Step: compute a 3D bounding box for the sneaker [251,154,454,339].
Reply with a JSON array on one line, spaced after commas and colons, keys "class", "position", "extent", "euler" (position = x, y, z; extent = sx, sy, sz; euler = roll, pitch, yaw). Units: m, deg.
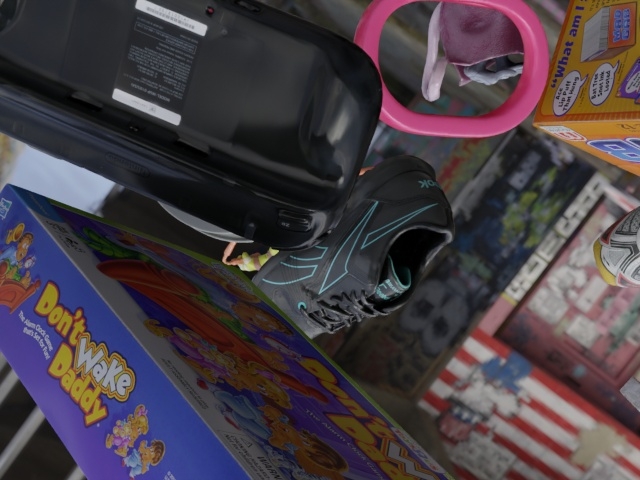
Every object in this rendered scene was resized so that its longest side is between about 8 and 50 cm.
[{"class": "sneaker", "position": [0.022, 0.036, 1.020], "extent": [0.101, 0.267, 0.106], "euler": [27, -158, -43]}]

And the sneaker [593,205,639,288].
[{"class": "sneaker", "position": [0.295, -0.004, 0.854], "extent": [0.225, 0.093, 0.088], "euler": [1, -110, -50]}]

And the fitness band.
[{"class": "fitness band", "position": [0.182, -0.246, 1.426], "extent": [0.291, 0.208, 0.054], "euler": [0, -172, -24]}]

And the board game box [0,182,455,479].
[{"class": "board game box", "position": [-0.055, 0.111, 0.660], "extent": [0.233, 0.078, 0.347], "euler": [24, -167, -50]}]

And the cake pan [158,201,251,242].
[{"class": "cake pan", "position": [-0.125, -0.137, 1.342], "extent": [0.293, 0.293, 0.054], "euler": [38, -156, 14]}]

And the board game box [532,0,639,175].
[{"class": "board game box", "position": [0.588, -0.269, 1.475], "extent": [0.356, 0.356, 0.356], "euler": [20, 176, -28]}]

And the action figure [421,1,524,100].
[{"class": "action figure", "position": [0.231, -0.433, 1.696], "extent": [0.248, 0.276, 0.370], "euler": [-142, 33, -84]}]

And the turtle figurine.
[{"class": "turtle figurine", "position": [0.000, 0.000, 1.613], "extent": [0.087, 0.270, 0.217], "euler": [60, -172, 27]}]

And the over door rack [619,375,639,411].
[{"class": "over door rack", "position": [0.501, 0.173, 1.032], "extent": [0.324, 0.239, 0.108], "euler": [39, -173, -2]}]

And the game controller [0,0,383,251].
[{"class": "game controller", "position": [-0.117, -0.114, 0.762], "extent": [0.319, 0.166, 0.067], "euler": [23, -164, 6]}]
